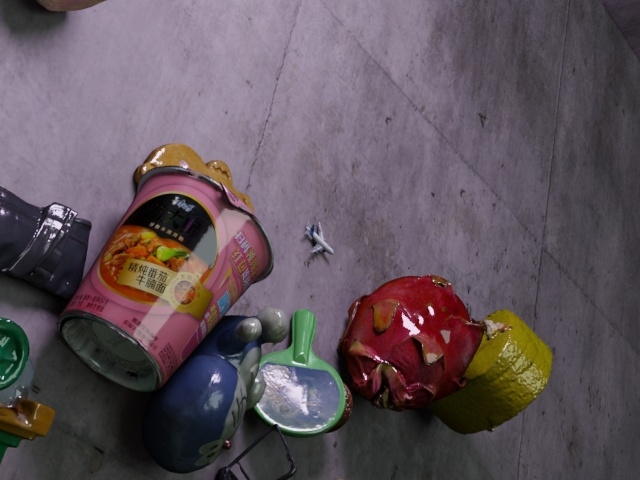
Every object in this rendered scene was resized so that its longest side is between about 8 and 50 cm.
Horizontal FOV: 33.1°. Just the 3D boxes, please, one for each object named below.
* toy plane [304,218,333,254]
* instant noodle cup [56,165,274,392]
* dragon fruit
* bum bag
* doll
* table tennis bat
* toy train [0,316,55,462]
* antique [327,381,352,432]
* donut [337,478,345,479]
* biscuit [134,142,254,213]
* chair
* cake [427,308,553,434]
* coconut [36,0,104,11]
[{"bbox_3d":[-0.003,0.000,1.931,0.084,0.024,0.078,54,37,-38],"label":"toy plane"},{"bbox_3d":[-0.219,0.064,1.480,0.244,0.244,0.255,54,50,-28],"label":"instant noodle cup"},{"bbox_3d":[0.165,0.178,1.930,0.315,0.250,0.250,-13,91,-46],"label":"dragon fruit"},{"bbox_3d":[-0.392,-0.006,1.387,0.248,0.060,0.123,29,62,-48],"label":"bum bag"},{"bbox_3d":[-0.154,0.215,1.535,0.154,0.228,0.258,23,37,-3],"label":"doll"},{"bbox_3d":[-0.035,0.213,1.761,0.160,0.039,0.257,11,43,-6],"label":"table tennis bat"},{"bbox_3d":[-0.475,0.170,1.145,0.429,0.178,0.249,32,68,-43],"label":"toy train"},{"bbox_3d":[0.004,0.273,1.802,0.104,0.104,0.104,19,65,-49],"label":"antique"},{"bbox_3d":[0.053,0.448,1.874,0.083,0.067,0.038,32,56,-5],"label":"donut"},{"bbox_3d":[-0.192,-0.061,1.689,0.249,0.035,0.184,40,51,-39],"label":"biscuit"},{"bbox_3d":[-0.114,0.409,1.608,0.140,0.221,0.145,60,-3,-22],"label":"chair"},{"bbox_3d":[0.303,0.258,2.058,0.156,0.260,0.179,46,32,-12],"label":"cake"},{"bbox_3d":[-0.345,-0.404,1.493,0.147,0.147,0.153,-21,95,-53],"label":"coconut"}]
